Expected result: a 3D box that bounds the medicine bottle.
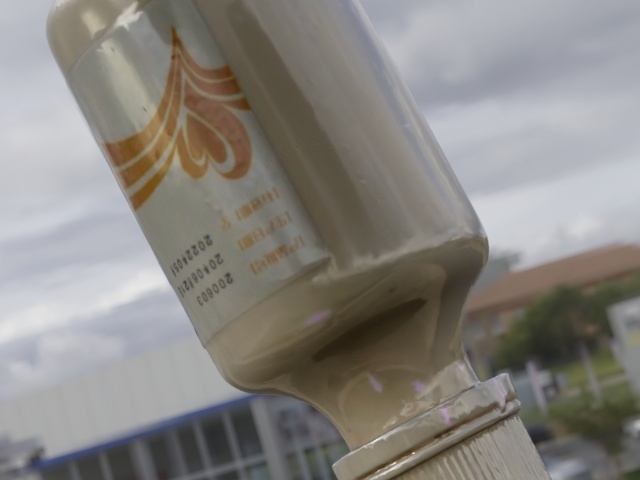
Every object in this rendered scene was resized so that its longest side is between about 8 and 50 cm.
[{"bbox_3d":[0.000,0.000,0.737,0.114,0.252,0.114,-29,-7,-4],"label":"medicine bottle"}]
